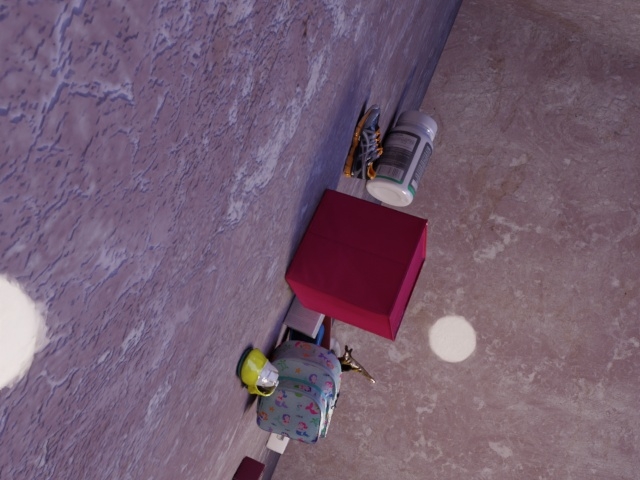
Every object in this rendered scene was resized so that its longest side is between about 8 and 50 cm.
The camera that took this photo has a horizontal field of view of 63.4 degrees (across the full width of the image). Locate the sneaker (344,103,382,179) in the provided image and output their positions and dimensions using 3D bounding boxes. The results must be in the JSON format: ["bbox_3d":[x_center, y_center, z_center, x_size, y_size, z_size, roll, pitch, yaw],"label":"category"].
[{"bbox_3d":[0.128,-0.254,1.364,0.084,0.083,0.214,-56,165,-50],"label":"sneaker"}]

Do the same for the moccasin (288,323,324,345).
[{"bbox_3d":[-0.085,0.398,1.613,0.138,0.117,0.341,-18,126,-81],"label":"moccasin"}]

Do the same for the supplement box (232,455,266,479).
[{"bbox_3d":[-0.261,0.849,1.774,0.104,0.081,0.188,-53,163,-61],"label":"supplement box"}]

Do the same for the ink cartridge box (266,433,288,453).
[{"bbox_3d":[-0.165,0.871,2.454,0.158,0.092,0.217,30,84,-82],"label":"ink cartridge box"}]

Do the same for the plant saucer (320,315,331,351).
[{"bbox_3d":[0.013,0.233,1.716,0.259,0.048,0.258,-85,178,-77],"label":"plant saucer"}]

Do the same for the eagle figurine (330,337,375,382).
[{"bbox_3d":[0.000,0.487,1.760,0.298,0.226,0.225,-38,168,6],"label":"eagle figurine"}]

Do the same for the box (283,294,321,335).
[{"bbox_3d":[-0.026,0.182,1.487,0.130,0.091,0.170,81,33,-75],"label":"box"}]

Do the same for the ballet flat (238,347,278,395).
[{"bbox_3d":[-0.131,0.300,1.155,0.231,0.077,0.077,97,17,-61],"label":"ballet flat"}]

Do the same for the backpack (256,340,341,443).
[{"bbox_3d":[-0.059,0.411,1.423,0.191,0.225,0.253,-59,164,-70],"label":"backpack"}]

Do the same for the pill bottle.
[{"bbox_3d":[0.343,-0.341,2.143,0.204,0.204,0.361,86,28,-73],"label":"pill bottle"}]

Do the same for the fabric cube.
[{"bbox_3d":[0.102,0.064,1.283,0.254,0.258,0.259,68,44,-64],"label":"fabric cube"}]
